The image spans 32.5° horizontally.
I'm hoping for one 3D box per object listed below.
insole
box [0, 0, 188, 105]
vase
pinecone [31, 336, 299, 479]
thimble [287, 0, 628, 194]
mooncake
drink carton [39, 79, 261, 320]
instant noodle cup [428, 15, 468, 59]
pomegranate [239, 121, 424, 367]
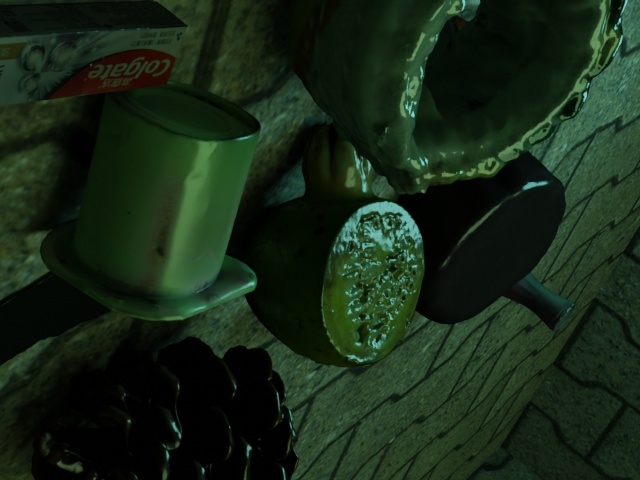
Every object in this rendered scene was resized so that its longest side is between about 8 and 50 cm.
[{"bbox_3d":[-0.219,0.050,0.948,0.322,0.007,0.109,-33,151,-40],"label":"insole"},{"bbox_3d":[-0.174,-0.121,0.709,0.218,0.039,0.055,-19,141,-55],"label":"box"},{"bbox_3d":[0.309,0.063,1.779,0.086,0.214,0.086,-43,158,-22],"label":"vase"},{"bbox_3d":[-0.150,0.216,1.090,0.309,0.244,0.244,8,120,-49],"label":"pinecone"},{"bbox_3d":[0.114,-0.184,0.940,0.254,0.167,0.288,20,111,-43],"label":"thimble"},{"bbox_3d":[0.207,-0.019,1.540,0.283,0.141,0.283,-33,149,-23],"label":"mooncake"},{"bbox_3d":[-0.121,-0.038,0.836,0.144,0.146,0.142,-22,136,-54],"label":"drink carton"},{"bbox_3d":[0.128,-0.184,1.145,0.127,0.127,0.136,-54,150,8],"label":"instant noodle cup"},{"bbox_3d":[-0.007,0.011,1.144,0.190,0.159,0.241,-47,133,-35],"label":"pomegranate"}]
